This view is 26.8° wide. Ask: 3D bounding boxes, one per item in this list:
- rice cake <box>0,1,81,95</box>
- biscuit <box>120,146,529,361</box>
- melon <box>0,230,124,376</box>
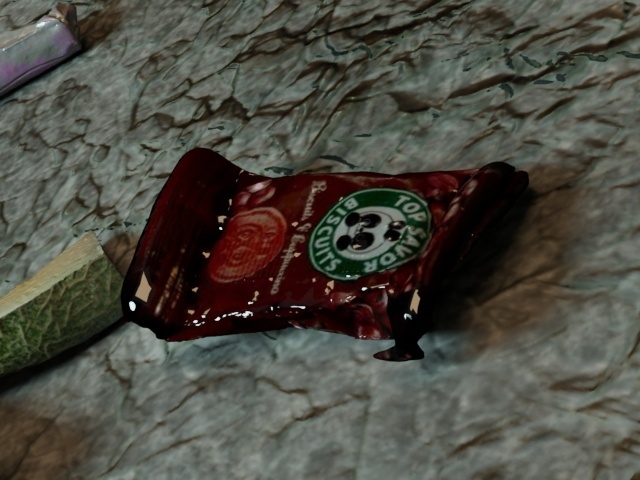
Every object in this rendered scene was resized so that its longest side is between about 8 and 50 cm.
[{"bbox_3d":[-0.324,-0.125,1.173,0.270,0.049,0.055,-30,17,2],"label":"rice cake"},{"bbox_3d":[-0.003,0.004,0.809,0.235,0.063,0.151,0,49,30],"label":"biscuit"},{"bbox_3d":[-0.215,0.056,0.896,0.182,0.054,0.098,-33,29,-14],"label":"melon"}]
